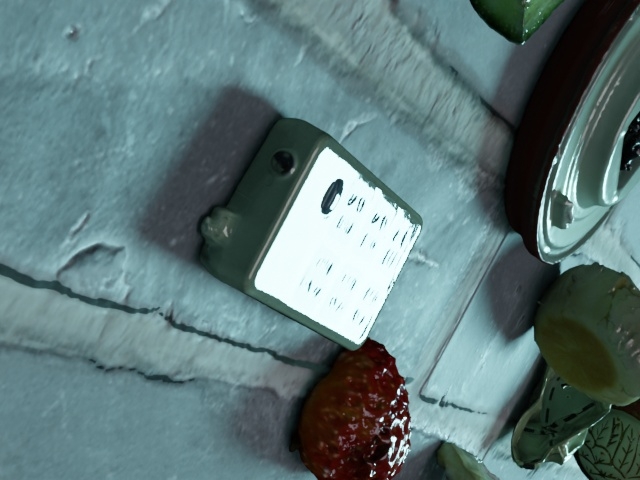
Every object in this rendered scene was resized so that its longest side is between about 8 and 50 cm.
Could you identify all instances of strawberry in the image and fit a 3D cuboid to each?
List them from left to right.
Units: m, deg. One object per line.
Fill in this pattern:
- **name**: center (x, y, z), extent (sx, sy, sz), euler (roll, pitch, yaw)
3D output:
- **strawberry**: center (0.045, 0.158, 1.410), extent (0.121, 0.082, 0.188), euler (-58, 154, -13)

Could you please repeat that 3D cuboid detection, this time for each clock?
- **clock**: center (0.282, -0.120, 1.575), extent (0.318, 0.080, 0.318), euler (-44, 152, -32)

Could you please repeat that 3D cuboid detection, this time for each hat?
- **hat**: center (0.273, 0.179, 1.929), extent (0.122, 0.081, 0.166), euler (8, 97, -24)

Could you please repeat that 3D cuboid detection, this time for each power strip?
- **power strip**: center (0.000, 0.000, 1.180), extent (0.118, 0.046, 0.270), euler (-60, 156, -2)

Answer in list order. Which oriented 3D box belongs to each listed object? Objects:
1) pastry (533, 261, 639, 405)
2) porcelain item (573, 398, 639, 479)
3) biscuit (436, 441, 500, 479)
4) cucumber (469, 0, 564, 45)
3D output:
- **pastry**: center (0.298, 0.101, 1.772), extent (0.088, 0.166, 0.165), euler (-41, 150, -27)
- **porcelain item**: center (0.446, 0.237, 2.129), extent (0.253, 0.253, 0.253), euler (-45, 152, -32)
- **biscuit**: center (0.199, 0.304, 1.784), extent (0.040, 0.188, 0.265), euler (-36, 120, 4)
- **cucumber**: center (0.188, -0.260, 1.243), extent (0.244, 0.063, 0.115), euler (-44, 145, -35)
